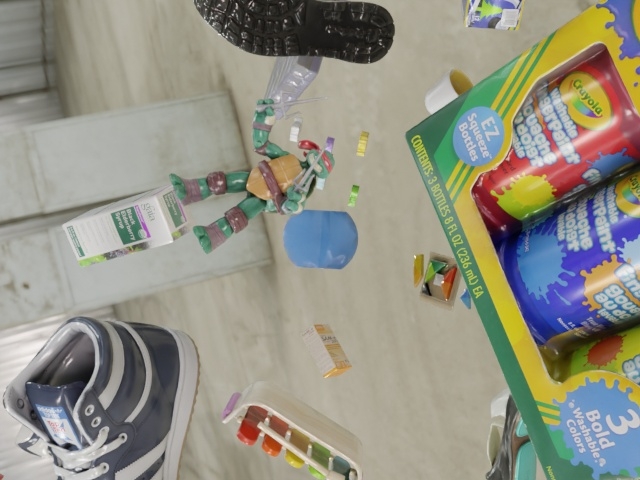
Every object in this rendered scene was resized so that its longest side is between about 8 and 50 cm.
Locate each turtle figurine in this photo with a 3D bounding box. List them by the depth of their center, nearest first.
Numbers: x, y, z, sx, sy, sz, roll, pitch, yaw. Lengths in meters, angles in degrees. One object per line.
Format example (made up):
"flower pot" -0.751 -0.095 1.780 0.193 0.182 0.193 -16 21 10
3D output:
"turtle figurine" -0.063 -0.080 1.007 0.175 0.234 0.118 59 174 36

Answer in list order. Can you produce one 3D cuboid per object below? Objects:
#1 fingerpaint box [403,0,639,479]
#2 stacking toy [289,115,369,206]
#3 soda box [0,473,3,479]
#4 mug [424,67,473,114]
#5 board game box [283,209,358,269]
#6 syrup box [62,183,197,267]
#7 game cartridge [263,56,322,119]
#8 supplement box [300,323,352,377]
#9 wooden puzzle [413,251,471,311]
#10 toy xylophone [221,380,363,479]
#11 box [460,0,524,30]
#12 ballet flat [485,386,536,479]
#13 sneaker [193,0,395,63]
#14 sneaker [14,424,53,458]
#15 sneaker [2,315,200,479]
"fingerpaint box" 0.337 -0.004 0.807 0.371 0.163 0.445 -31 73 38
"stacking toy" 0.011 -0.167 1.759 0.221 0.166 0.052 99 -175 -45
"soda box" -0.616 0.399 1.226 0.092 0.083 0.263 26 178 13
"mug" 0.200 -0.221 1.216 0.064 0.078 0.062 -33 70 41
"board game box" 0.000 0.000 1.780 0.033 0.168 0.133 95 178 -78
"syrup box" -0.366 -0.029 1.518 0.236 0.096 0.093 -14 105 27
"game cartridge" -0.015 -0.424 1.506 0.230 0.068 0.355 139 149 -68
"supplement box" 0.011 0.210 1.510 0.036 0.062 0.098 -38 70 22
"wooden puzzle" 0.165 0.056 1.094 0.116 0.014 0.079 6 88 53
"toy xylophone" -0.044 0.387 1.522 0.322 0.081 0.236 34 -169 6
"box" 0.167 -0.283 0.719 0.059 0.054 0.169 -82 -4 -52
"ballet flat" 0.329 0.315 1.334 0.096 0.095 0.281 30 118 45
"sneaker" -0.048 -0.307 1.092 0.124 0.283 0.107 46 123 59
"sneaker" -0.279 0.245 1.037 0.235 0.153 0.094 84 -149 -84
"sneaker" -0.184 0.199 0.647 0.153 0.099 0.282 33 -123 -58
